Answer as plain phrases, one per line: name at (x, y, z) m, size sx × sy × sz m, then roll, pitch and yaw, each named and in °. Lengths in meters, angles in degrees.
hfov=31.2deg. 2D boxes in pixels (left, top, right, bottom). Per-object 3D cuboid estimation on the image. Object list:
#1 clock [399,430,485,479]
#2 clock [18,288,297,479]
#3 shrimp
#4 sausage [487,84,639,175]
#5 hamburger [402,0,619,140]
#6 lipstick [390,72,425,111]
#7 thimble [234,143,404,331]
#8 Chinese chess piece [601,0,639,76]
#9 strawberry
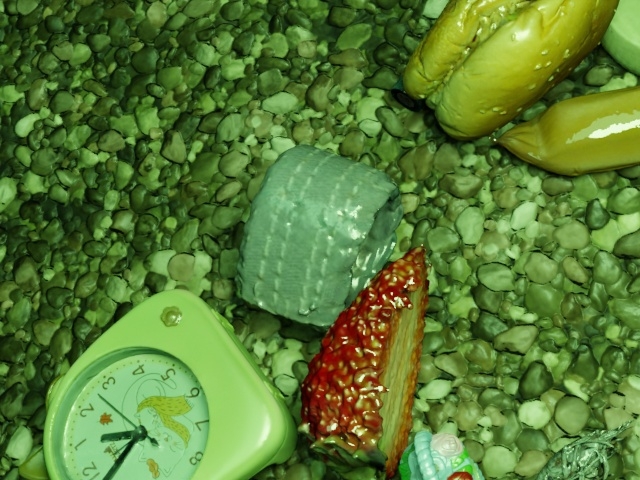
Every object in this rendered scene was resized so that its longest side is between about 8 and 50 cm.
clock at (0.154, 0.325, 1.374) m, size 0.100 × 0.195 × 0.194 m, roll -22°, pitch 67°, yaw 10°
clock at (-0.233, 0.261, 1.547) m, size 0.348 × 0.117 × 0.286 m, roll -38°, pitch 65°, yaw 0°
shrimp at (0.328, 0.277, 1.421) m, size 0.165 × 0.056 × 0.065 m, roll -40°, pitch 49°, yaw 8°
sausage at (0.390, -0.150, 1.541) m, size 0.328 × 0.112 × 0.112 m, roll -10°, pitch 67°, yaw 12°
hamburger at (0.255, -0.268, 1.503) m, size 0.290 × 0.314 × 0.170 m, roll -41°, pitch 85°, yaw -26°
lipstick at (0.188, -0.296, 1.680) m, size 0.053 × 0.053 × 0.234 m, roll 30°, pitch 78°, yaw 23°
thimble at (0.000, 0.000, 1.533) m, size 0.172 × 0.205 × 0.236 m, roll 23°, pitch 80°, yaw 20°
Chinese chess piece at (0.499, -0.336, 1.582) m, size 0.250 × 0.101 × 0.250 m, roll -5°, pitch 68°, yaw 13°
strawberry at (0.056, 0.155, 1.450) m, size 0.138 × 0.233 × 0.306 m, roll 7°, pitch 65°, yaw 15°
